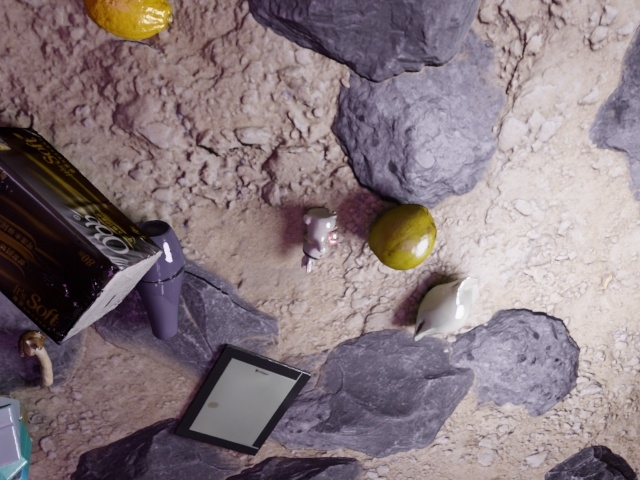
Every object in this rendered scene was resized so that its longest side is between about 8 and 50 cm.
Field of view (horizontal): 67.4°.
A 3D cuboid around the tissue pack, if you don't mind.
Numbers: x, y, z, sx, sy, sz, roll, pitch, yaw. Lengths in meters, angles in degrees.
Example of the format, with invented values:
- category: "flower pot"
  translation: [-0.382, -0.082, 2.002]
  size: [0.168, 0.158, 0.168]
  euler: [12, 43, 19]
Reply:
- category: "tissue pack"
  translation: [-0.508, -0.015, 0.900]
  size: [0.370, 0.198, 0.210]
  euler: [43, 101, -2]

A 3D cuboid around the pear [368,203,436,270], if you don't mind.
- category: "pear"
  translation: [0.195, -0.007, 1.113]
  size: [0.148, 0.149, 0.162]
  euler: [39, 111, -24]

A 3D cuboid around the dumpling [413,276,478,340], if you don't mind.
- category: "dumpling"
  translation: [0.333, 0.180, 1.260]
  size: [0.229, 0.124, 0.151]
  euler: [-46, 151, 19]

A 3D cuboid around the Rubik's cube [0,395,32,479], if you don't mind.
- category: "Rubik's cube"
  translation: [-0.817, 0.496, 1.133]
  size: [0.224, 0.265, 0.213]
  euler: [-7, 129, -21]

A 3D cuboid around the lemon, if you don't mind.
- category: "lemon"
  translation: [-0.337, -0.414, 0.839]
  size: [0.154, 0.114, 0.114]
  euler: [10, 114, -19]

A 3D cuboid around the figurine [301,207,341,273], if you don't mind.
- category: "figurine"
  translation: [0.005, 0.004, 1.122]
  size: [0.097, 0.081, 0.146]
  euler: [-2, 116, -9]

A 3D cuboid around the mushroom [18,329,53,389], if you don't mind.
- category: "mushroom"
  translation: [-0.685, 0.298, 1.167]
  size: [0.060, 0.061, 0.187]
  euler: [-6, 121, -13]

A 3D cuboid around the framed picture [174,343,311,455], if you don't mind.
- category: "framed picture"
  translation: [-0.220, 0.458, 1.348]
  size: [0.264, 0.016, 0.347]
  euler: [25, 110, -20]

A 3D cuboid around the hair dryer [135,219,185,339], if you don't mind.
- category: "hair dryer"
  translation: [-0.486, 0.085, 1.087]
  size: [0.360, 0.121, 0.301]
  euler: [6, 124, -2]
